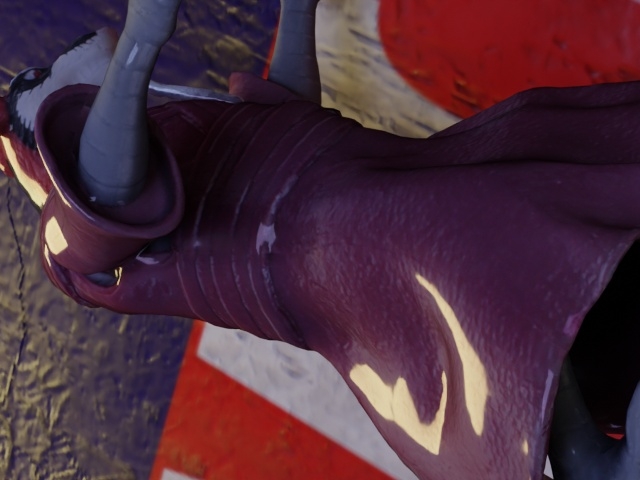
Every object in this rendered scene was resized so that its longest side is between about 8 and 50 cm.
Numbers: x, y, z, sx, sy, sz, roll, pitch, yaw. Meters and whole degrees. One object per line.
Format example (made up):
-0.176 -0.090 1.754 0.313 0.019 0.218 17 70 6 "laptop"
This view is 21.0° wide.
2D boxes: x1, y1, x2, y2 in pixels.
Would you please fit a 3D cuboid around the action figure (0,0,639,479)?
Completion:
0.000 0.000 0.729 0.370 0.248 0.276 9 104 27 "action figure"
